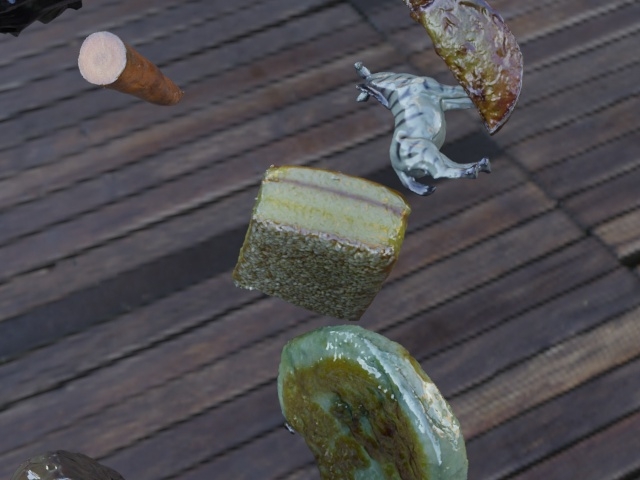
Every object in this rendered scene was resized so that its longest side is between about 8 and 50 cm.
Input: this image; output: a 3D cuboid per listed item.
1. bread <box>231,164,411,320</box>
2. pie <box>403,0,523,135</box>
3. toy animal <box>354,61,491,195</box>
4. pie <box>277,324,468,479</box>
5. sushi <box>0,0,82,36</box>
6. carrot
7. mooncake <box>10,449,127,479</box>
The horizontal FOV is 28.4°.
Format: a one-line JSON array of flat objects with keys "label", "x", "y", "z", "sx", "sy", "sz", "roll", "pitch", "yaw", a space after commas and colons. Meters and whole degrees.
[{"label": "bread", "x": 0.000, "y": 0.000, "z": 1.538, "sx": 0.184, "sy": 0.234, "sz": 0.111, "roll": 16, "pitch": 66, "yaw": -5}, {"label": "pie", "x": 0.167, "y": -0.216, "z": 1.393, "sx": 0.191, "sy": 0.088, "sz": 0.033, "roll": 57, "pitch": 28, "yaw": 3}, {"label": "toy animal", "x": 0.117, "y": -0.140, "z": 1.508, "sx": 0.176, "sy": 0.073, "sz": 0.217, "roll": -3, "pitch": 53, "yaw": 16}, {"label": "pie", "x": 0.055, "y": 0.228, "z": 1.475, "sx": 0.067, "sy": 0.303, "sz": 0.302, "roll": -24, "pitch": 47, "yaw": -36}, {"label": "sushi", "x": -0.224, "y": -0.224, "z": 0.579, "sx": 0.328, "sy": 0.328, "sz": 0.285, "roll": -32, "pitch": 7, "yaw": -5}, {"label": "carrot", "x": -0.201, "y": -0.179, "z": 1.419, "sx": 0.057, "sy": 0.224, "sz": 0.057, "roll": -1, "pitch": 84, "yaw": 14}, {"label": "mooncake", "x": -0.214, "y": 0.344, "z": 1.305, "sx": 0.290, "sy": 0.290, "sz": 0.161, "roll": 28, "pitch": 83, "yaw": 28}]
